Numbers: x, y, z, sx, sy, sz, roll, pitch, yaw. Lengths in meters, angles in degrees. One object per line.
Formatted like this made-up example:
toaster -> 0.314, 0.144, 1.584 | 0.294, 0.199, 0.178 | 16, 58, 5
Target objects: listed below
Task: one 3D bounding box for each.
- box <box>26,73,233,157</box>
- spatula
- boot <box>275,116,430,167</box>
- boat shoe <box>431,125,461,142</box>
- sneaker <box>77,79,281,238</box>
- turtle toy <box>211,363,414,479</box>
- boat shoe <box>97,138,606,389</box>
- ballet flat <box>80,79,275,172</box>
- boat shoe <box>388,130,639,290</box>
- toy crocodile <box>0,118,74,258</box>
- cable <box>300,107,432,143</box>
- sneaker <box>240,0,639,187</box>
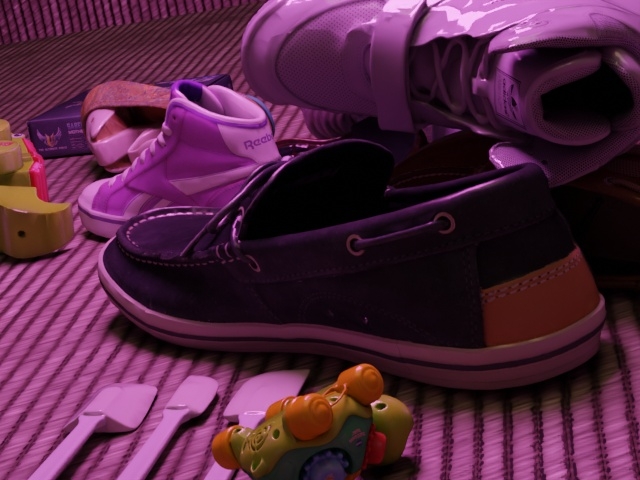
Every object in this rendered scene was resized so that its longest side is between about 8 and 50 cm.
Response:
box -> -0.255, -0.171, 2.190 | 0.233, 0.059, 0.183 | -5, 18, 22
spatula -> -0.112, 0.138, 1.076 | 0.168, 0.019, 0.242 | -1, 18, 13
boot -> 0.015, -0.069, 1.676 | 0.219, 0.082, 0.106 | -16, -13, 21
boat shoe -> 0.180, -0.081, 1.555 | 0.084, 0.095, 0.258 | -3, 19, -16
sneaker -> -0.147, -0.085, 1.628 | 0.282, 0.161, 0.102 | 0, 20, 38
turtle toy -> 0.005, 0.119, 0.962 | 0.130, 0.066, 0.095 | -24, -4, -46
boat shoe -> 0.000, 0.000, 1.237 | 0.187, 0.156, 0.500 | -25, 20, -37
ballet flat -> -0.203, -0.123, 1.907 | 0.348, 0.123, 0.123 | 6, 22, 45
boat shoe -> 0.176, -0.021, 1.261 | 0.324, 0.122, 0.120 | 0, 21, 36
toy crocodile -> -0.342, -0.064, 1.769 | 0.105, 0.115, 0.340 | -8, 17, -13
cable -> 0.097, -0.173, 1.674 | 0.257, 0.089, 0.257 | -11, -18, 13
sneaker -> 0.106, -0.137, 1.243 | 0.366, 0.137, 0.210 | -2, 25, 8
